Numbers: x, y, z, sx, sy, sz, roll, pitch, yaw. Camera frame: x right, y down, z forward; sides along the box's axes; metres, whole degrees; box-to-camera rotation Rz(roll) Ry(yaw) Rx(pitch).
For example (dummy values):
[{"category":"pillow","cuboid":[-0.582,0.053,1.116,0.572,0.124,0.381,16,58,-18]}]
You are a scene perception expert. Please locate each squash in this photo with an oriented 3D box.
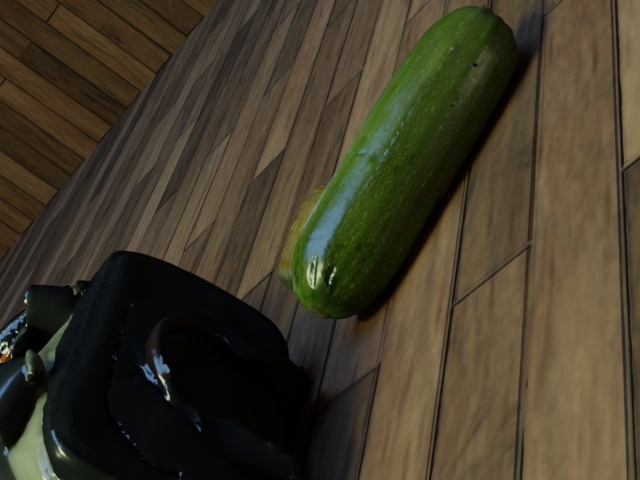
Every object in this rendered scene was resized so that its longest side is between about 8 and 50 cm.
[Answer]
[{"category":"squash","cuboid":[0.054,-0.054,0.791,0.239,0.069,0.069,-59,16,-15]}]

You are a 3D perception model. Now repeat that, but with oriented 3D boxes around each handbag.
[{"category":"handbag","cuboid":[-0.115,0.121,0.712,0.181,0.181,0.254,-55,14,20]}]

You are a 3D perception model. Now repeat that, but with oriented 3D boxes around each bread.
[{"category":"bread","cuboid":[0.000,0.000,0.894,0.083,0.035,0.070,-63,17,-8]}]

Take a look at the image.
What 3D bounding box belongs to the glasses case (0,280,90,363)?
[{"category":"glasses case","cuboid":[-0.176,0.103,0.932,0.103,0.067,0.266,-39,-18,-10]}]
